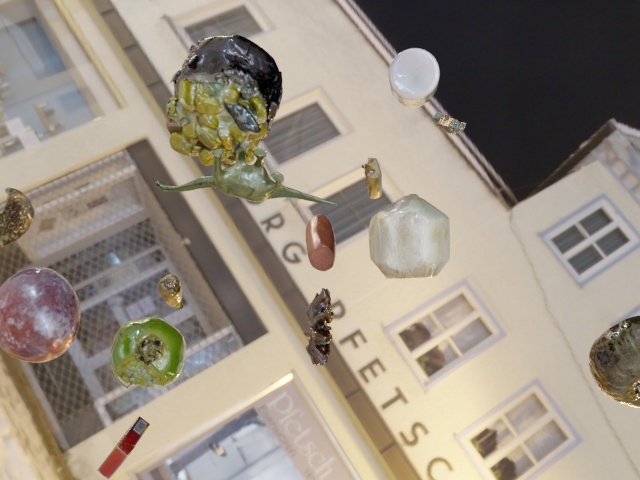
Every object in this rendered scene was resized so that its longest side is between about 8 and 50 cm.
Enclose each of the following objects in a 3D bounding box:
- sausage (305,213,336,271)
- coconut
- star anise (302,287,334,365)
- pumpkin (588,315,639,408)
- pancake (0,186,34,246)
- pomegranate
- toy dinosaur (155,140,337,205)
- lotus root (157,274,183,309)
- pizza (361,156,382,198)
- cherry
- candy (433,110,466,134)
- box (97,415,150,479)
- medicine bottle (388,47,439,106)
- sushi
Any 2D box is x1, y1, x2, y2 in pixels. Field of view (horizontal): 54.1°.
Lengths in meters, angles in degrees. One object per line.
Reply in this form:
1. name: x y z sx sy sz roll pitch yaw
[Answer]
1. sausage: 0.000 0.000 2.236 0.259 0.113 0.113 -97 171 -59
2. coconut: 0.261 -0.013 1.859 0.245 0.245 0.247 -176 -99 -68
3. star anise: -0.005 0.301 2.172 0.288 0.088 0.288 -174 -90 -73
4. pumpkin: 0.937 0.351 1.906 0.242 0.232 0.325 -72 169 -55
5. pancake: -0.866 -0.055 1.679 0.020 0.190 0.184 47 -36 35
6. pomegranate: -0.521 0.334 1.902 0.236 0.236 0.302 58 -24 9
7. toy dinosaur: -0.196 -0.112 1.517 0.447 0.087 0.301 27 -36 0
8. lotus root: -0.627 0.225 2.643 0.094 0.108 0.191 13 -42 11
9. pizza: 0.168 -0.199 2.021 0.271 0.056 0.134 -73 151 -80
10. cherry: -0.746 0.190 1.642 0.285 0.213 0.236 30 -59 30
11. candy: 0.409 -0.367 1.987 0.046 0.053 0.182 41 7 -29
12. box: -0.588 0.621 1.887 0.048 0.112 0.175 39 16 -4
13. medicine bottle: 0.259 -0.444 1.751 0.139 0.139 0.237 61 8 0
14. sushi: -0.277 -0.390 1.827 0.328 0.285 0.328 30 -46 -22
